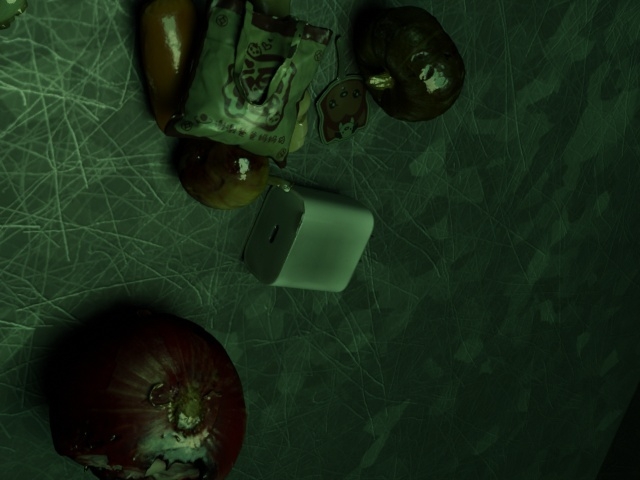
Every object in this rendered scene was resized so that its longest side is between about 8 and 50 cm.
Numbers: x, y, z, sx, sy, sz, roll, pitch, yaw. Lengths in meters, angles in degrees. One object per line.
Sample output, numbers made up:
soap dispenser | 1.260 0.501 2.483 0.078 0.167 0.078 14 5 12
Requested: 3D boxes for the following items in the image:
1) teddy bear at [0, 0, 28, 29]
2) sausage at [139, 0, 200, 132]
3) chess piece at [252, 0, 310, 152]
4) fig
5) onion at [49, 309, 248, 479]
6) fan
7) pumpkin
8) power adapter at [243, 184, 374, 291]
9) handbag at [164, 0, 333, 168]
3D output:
teddy bear | -0.472 -0.399 1.094 0.267 0.156 0.256 9 119 -12
sausage | -0.229 -0.273 1.429 0.098 0.098 0.238 -25 133 -26
chess piece | -0.073 -0.321 1.520 0.117 0.117 0.397 -27 134 -24
fig | -0.135 -0.105 1.566 0.160 0.143 0.231 -22 134 26
onion | -0.290 0.281 1.589 0.341 0.341 0.341 -21 129 -29
fan | 0.042 -0.280 1.712 0.132 0.009 0.219 -29 134 -26
pumpkin | 0.149 -0.309 1.636 0.162 0.219 0.219 -33 134 -23
power adapter | 0.000 0.000 1.780 0.255 0.124 0.187 8 113 -44
handbag | -0.108 -0.241 1.404 0.213 0.127 0.235 14 107 -26
